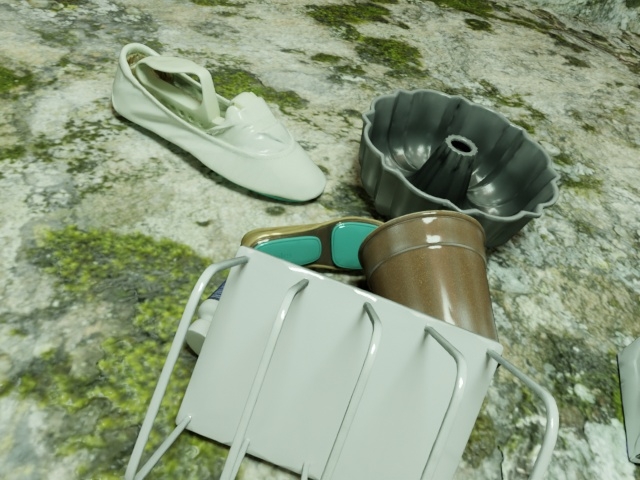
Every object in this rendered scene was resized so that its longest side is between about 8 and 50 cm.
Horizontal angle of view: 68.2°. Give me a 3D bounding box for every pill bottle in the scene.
[{"bbox_3d":[-0.100,0.082,0.553,0.067,0.067,0.120,31,47,12],"label":"pill bottle"}]

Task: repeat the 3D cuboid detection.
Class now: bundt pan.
[{"bbox_3d":[0.211,-0.111,0.787,0.330,0.124,0.331,8,46,-8],"label":"bundt pan"}]

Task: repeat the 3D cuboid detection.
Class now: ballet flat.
[{"bbox_3d":[0.000,0.000,0.660,0.232,0.080,0.073,-2,19,-22],"label":"ballet flat"},{"bbox_3d":[-0.166,-0.193,0.745,0.400,0.139,0.139,28,47,9],"label":"ballet flat"}]

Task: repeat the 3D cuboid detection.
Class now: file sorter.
[{"bbox_3d":[0.012,0.143,0.399,0.277,0.193,0.173,21,1,3],"label":"file sorter"}]

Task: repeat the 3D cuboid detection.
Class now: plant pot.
[{"bbox_3d":[0.136,0.079,0.575,0.166,0.167,0.165,5,56,-13],"label":"plant pot"}]

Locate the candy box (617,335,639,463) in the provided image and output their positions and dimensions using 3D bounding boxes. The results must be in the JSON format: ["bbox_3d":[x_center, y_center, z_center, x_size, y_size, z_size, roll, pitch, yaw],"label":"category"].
[{"bbox_3d":[0.495,0.230,0.593,0.196,0.070,0.165,23,46,5],"label":"candy box"}]
